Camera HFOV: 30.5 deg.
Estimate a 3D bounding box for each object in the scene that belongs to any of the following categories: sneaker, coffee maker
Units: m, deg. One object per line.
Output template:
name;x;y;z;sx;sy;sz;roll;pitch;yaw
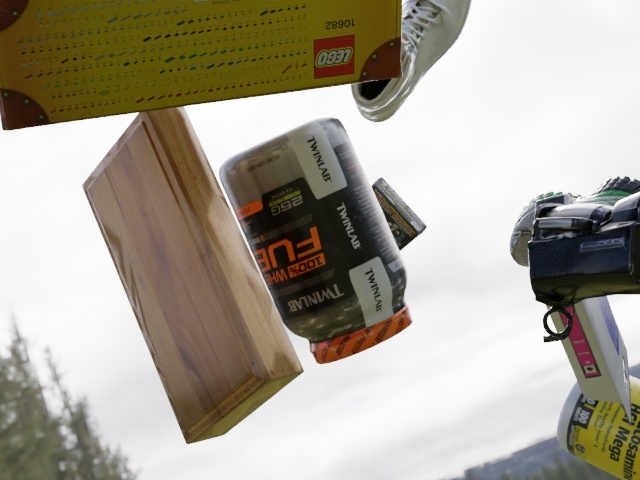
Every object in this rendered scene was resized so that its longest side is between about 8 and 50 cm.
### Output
sneaker;0.147;-0.320;1.832;0.293;0.108;0.169;-59;-7;3
coffee maker;0.349;0.031;1.410;0.120;0.171;0.178;-14;4;-32
sneaker;0.436;-0.008;2.058;0.146;0.134;0.343;-52;12;-26

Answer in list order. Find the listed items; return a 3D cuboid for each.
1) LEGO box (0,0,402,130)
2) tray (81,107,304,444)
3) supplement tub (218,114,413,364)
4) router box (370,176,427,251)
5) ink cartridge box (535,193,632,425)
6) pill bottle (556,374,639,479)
LEGO box;-0.184;-0.336;1.517;0.499;0.372;0.193;-9;-56;-13
tray;-0.185;0.043;1.583;0.076;0.411;0.203;-9;-25;-43
supplement tub;0.000;0.000;1.764;0.207;0.338;0.207;-24;2;1
router box;0.112;-0.037;2.057;0.092;0.122;0.038;-42;2;39
ink cartridge box;0.425;0.120;1.888;0.069;0.176;0.371;-15;-53;23
pill bottle;0.630;0.376;2.203;0.188;0.333;0.188;-28;-51;-41
